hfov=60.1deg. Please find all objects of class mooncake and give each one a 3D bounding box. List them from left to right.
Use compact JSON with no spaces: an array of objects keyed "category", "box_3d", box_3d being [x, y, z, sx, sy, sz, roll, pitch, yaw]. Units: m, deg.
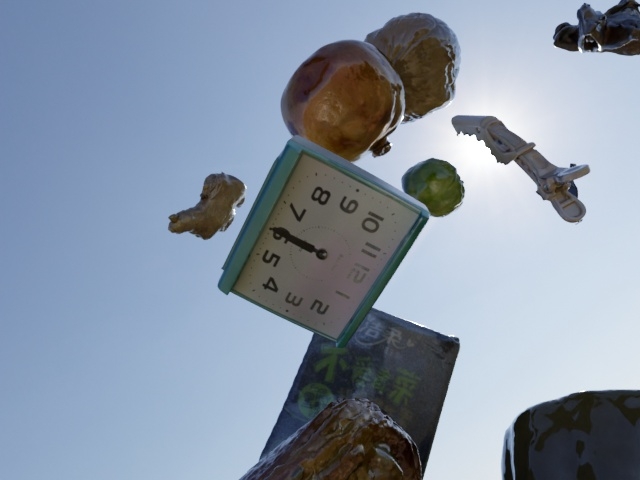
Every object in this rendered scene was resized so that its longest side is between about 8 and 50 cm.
[{"category":"mooncake","box_3d":[0.448,0.370,0.772,0.378,0.201,0.378,10,-35,7]}]

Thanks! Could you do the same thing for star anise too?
[{"category":"star anise","box_3d":[0.593,-0.435,1.130,0.257,0.198,0.111,-7,-66,-10]}]

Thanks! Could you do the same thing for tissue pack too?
[{"category":"tissue pack","box_3d":[0.079,0.327,1.056,0.124,0.288,0.394,97,-165,-62]}]

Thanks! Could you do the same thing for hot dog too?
[{"category":"hot dog","box_3d":[-0.024,0.408,0.808,0.387,0.174,0.267,-42,-69,1]}]

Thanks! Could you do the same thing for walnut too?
[{"category":"walnut","box_3d":[0.184,-0.349,1.131,0.228,0.228,0.228,-21,-30,-13]}]

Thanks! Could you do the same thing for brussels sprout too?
[{"category":"brussels sprout","box_3d":[0.266,-0.120,1.342,0.122,0.149,0.151,-30,2,-10]}]

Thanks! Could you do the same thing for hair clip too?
[{"category":"hair clip","box_3d":[0.232,-0.112,0.663,0.034,0.226,0.072,-26,-40,-13]}]

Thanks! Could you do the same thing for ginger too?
[{"category":"ginger","box_3d":[-0.269,-0.069,1.355,0.213,0.074,0.137,-52,-53,-25]}]

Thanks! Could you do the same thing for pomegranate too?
[{"category":"pomegranate","box_3d":[0.043,-0.228,0.962,0.215,0.215,0.215,-21,-30,-13]}]

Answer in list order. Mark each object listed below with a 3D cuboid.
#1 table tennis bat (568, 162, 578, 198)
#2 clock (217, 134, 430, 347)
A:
[{"category":"table tennis bat","box_3d":[0.406,-0.086,0.906,0.007,0.050,0.083,-7,-62,-12]},{"category":"clock","box_3d":[0.000,0.000,0.840,0.231,0.116,0.262,27,-64,-6]}]
